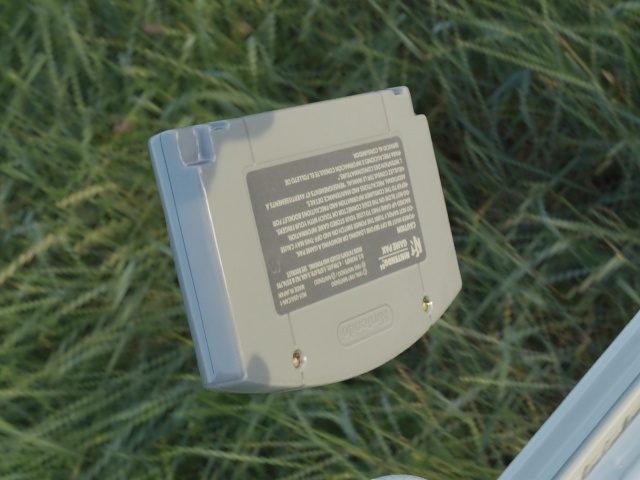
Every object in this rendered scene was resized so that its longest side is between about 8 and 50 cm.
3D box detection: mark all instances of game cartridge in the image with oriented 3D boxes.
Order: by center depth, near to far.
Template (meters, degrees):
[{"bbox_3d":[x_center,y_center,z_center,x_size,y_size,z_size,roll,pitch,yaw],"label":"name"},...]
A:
[{"bbox_3d":[0.000,0.000,1.066,0.060,0.294,0.196,-15,92,35],"label":"game cartridge"}]

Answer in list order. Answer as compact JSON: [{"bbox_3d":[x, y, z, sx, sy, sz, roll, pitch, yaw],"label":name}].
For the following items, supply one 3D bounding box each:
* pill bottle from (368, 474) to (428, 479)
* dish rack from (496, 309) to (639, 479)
[{"bbox_3d":[0.126,0.359,1.186,0.204,0.361,0.204,-27,32,19],"label":"pill bottle"},{"bbox_3d":[0.184,0.122,0.405,0.285,0.072,0.333,39,80,15],"label":"dish rack"}]
